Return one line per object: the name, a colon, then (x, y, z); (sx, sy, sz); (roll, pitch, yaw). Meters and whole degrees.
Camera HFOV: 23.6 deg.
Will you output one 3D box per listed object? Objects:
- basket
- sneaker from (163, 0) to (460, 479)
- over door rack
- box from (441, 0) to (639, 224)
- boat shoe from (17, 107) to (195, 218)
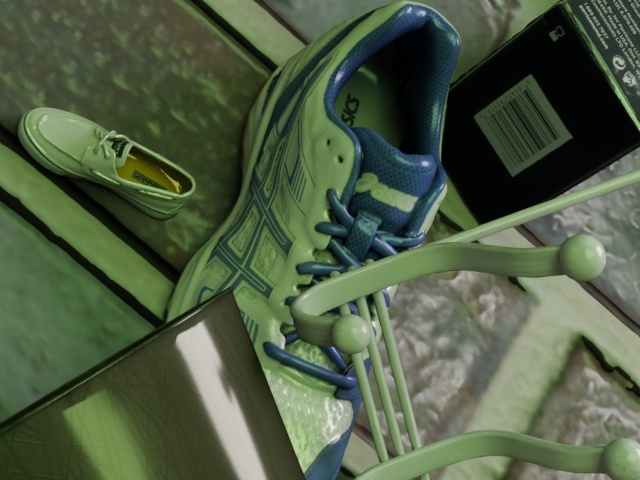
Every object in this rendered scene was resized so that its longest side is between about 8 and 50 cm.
basket: (-0.067, 0.168, 0.687); (0.204, 0.154, 0.227); (-32, 92, -16)
sneaker: (0.000, 0.000, 0.804); (0.112, 0.131, 0.296); (21, 63, -22)
over door rack: (0.163, 0.077, 0.783); (0.324, 0.108, 0.239); (-24, 115, -21)
box: (0.170, -0.097, 0.920); (0.158, 0.156, 0.093); (-31, 87, -35)
boat shoe: (-0.112, -0.045, 0.816); (0.100, 0.035, 0.035); (30, 59, -15)
